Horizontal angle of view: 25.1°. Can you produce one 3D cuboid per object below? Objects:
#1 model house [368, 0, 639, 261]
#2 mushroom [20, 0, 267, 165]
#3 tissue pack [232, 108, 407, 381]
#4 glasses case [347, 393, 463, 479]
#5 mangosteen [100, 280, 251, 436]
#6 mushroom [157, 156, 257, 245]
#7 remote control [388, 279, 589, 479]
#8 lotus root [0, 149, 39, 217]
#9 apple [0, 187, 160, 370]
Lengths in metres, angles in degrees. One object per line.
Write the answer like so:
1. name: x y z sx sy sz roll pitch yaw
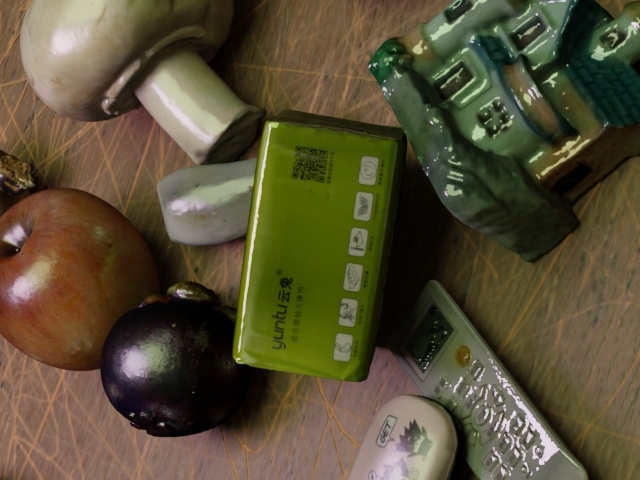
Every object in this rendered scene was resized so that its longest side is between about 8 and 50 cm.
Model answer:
1. model house: 0.257 -0.189 1.593 0.325 0.194 0.267 -37 57 18
2. mushroom: -0.227 -0.246 1.935 0.314 0.314 0.336 -45 75 17
3. tissue pack: 0.000 0.000 1.646 0.167 0.200 0.274 10 100 4
4. glasses case: 0.074 0.327 1.620 0.122 0.075 0.314 24 97 47
5. mangosteen: -0.173 0.139 1.820 0.194 0.194 0.230 -7 46 35
6. mushroom: -0.092 -0.069 1.873 0.270 0.103 0.118 -21 72 18
7. remote control: 0.189 0.185 1.608 0.109 0.055 0.313 -58 47 27
8. lotus root: -0.527 -0.058 2.146 0.257 0.154 0.140 -38 78 30
9. apple: -0.337 0.057 1.939 0.253 0.253 0.253 -12 69 33
